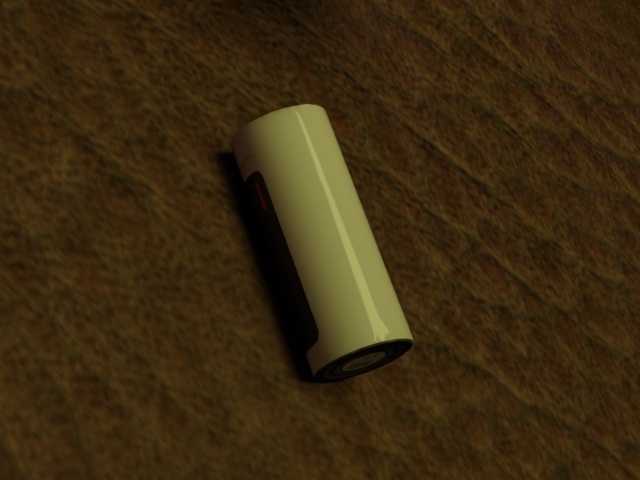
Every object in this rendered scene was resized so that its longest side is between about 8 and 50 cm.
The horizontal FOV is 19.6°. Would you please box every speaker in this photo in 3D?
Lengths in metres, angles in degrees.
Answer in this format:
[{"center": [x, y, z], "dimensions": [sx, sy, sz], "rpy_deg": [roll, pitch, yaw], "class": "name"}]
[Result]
[{"center": [0.000, 0.000, 0.953], "dimensions": [0.055, 0.055, 0.136], "rpy_deg": [4, 62, -55], "class": "speaker"}]
